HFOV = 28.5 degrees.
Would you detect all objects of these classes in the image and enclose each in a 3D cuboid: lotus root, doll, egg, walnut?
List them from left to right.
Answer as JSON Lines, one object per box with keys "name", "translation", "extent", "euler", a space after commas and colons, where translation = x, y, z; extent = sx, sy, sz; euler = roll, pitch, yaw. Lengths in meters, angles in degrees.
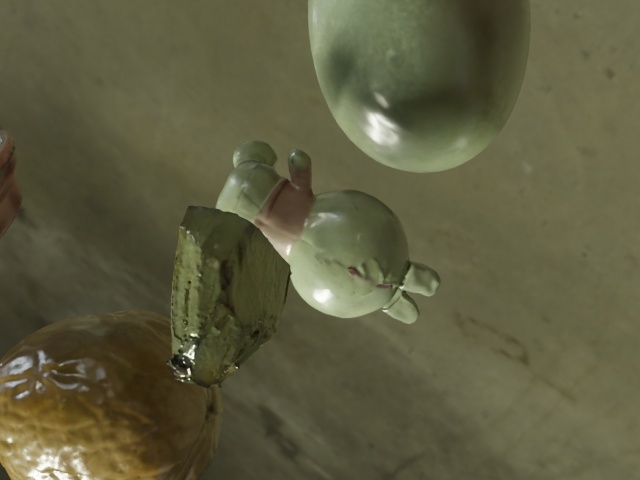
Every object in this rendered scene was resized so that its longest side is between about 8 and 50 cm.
{"name": "walnut", "translation": [-0.298, 0.237, 1.719], "extent": [0.333, 0.333, 0.333], "euler": [32, 156, 16]}
{"name": "lotus root", "translation": [-0.077, 0.059, 1.086], "extent": [0.070, 0.144, 0.143], "euler": [8, 167, 19]}
{"name": "doll", "translation": [-0.007, -0.001, 1.355], "extent": [0.275, 0.155, 0.113], "euler": [34, -165, 16]}
{"name": "egg", "translation": [0.113, -0.255, 1.461], "extent": [0.258, 0.258, 0.352], "euler": [0, 100, 56]}

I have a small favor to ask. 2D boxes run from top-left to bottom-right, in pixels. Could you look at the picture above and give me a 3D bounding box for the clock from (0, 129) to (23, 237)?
{"name": "clock", "translation": [-0.282, 0.013, 0.747], "extent": [0.244, 0.244, 0.056], "euler": [3, 132, 54]}
